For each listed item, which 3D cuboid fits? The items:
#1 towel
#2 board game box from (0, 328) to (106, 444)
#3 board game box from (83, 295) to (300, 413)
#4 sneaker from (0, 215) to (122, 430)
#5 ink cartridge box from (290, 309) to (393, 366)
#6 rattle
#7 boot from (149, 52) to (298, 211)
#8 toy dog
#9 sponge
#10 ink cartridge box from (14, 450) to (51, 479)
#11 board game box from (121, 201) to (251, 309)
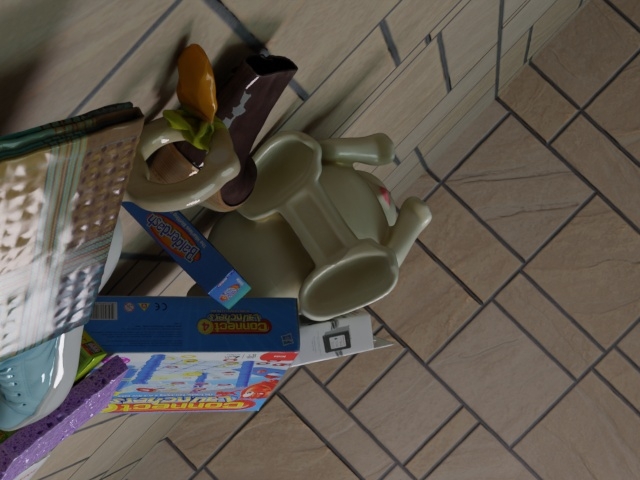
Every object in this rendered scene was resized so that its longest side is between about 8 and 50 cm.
[{"bbox_3d":[-0.312,0.036,0.842,0.370,0.040,0.271,-25,151,-42],"label":"towel"},{"bbox_3d":[-0.376,0.182,1.433,0.181,0.092,0.043,-47,172,10],"label":"board game box"},{"bbox_3d":[-0.213,0.176,1.636,0.308,0.086,0.302,1,155,-15],"label":"board game box"},{"bbox_3d":[-0.329,0.086,1.118,0.150,0.135,0.366,-26,152,-46],"label":"sneaker"},{"bbox_3d":[0.014,0.147,1.737,0.180,0.060,0.104,-10,-172,-20],"label":"ink cartridge box"},{"bbox_3d":[-0.189,-0.091,1.104,0.199,0.130,0.143,-18,157,-5],"label":"rattle"},{"bbox_3d":[-0.090,-0.131,1.317,0.207,0.090,0.248,-46,169,20],"label":"boot"},{"bbox_3d":[0.000,0.000,1.812,0.395,0.284,0.408,-44,175,21],"label":"toy dog"},{"bbox_3d":[-0.344,0.238,1.427,0.210,0.031,0.117,-38,170,-43],"label":"sponge"},{"bbox_3d":[-0.535,0.385,1.663,0.218,0.092,0.158,-46,173,21],"label":"ink cartridge box"},{"bbox_3d":[-0.167,0.008,1.387,0.047,0.160,0.210,-44,172,-4],"label":"board game box"}]
